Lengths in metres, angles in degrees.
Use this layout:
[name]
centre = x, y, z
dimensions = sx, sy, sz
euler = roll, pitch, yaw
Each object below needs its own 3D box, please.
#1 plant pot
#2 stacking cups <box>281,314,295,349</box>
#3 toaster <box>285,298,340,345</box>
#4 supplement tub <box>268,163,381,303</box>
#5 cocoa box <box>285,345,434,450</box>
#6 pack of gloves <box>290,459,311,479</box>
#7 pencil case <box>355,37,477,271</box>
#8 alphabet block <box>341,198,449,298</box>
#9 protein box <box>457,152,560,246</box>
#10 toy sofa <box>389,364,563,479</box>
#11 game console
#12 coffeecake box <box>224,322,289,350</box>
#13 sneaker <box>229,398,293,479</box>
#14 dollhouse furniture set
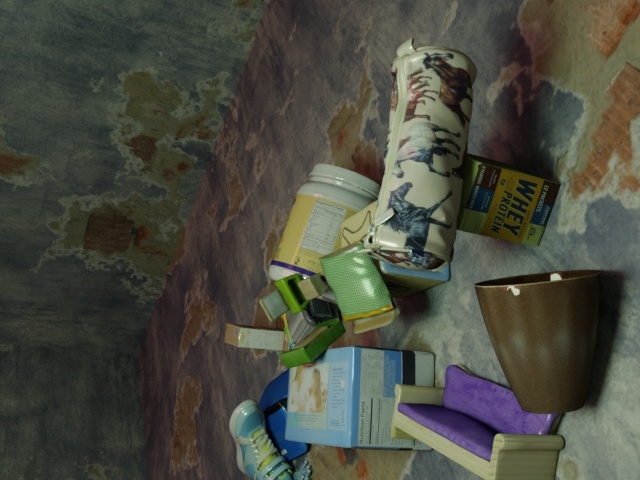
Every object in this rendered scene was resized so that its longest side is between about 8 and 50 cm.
[plant pot]
centre = 0.395, 0.179, 1.260
dimensions = 0.215, 0.215, 0.231
euler = -9, 89, 63
[stacking cups]
centre = -0.049, 0.350, 2.208
dimensions = 0.096, 0.096, 0.316
euler = -55, 39, 41
[toaster]
centre = -0.027, 0.222, 2.154
dimensions = 0.146, 0.129, 0.227
euler = 120, 145, -43
[supplement tub]
centre = 0.020, -0.015, 1.923
dimensions = 0.241, 0.241, 0.332
euler = 4, 73, 64
[cocoa box]
centre = 0.086, 0.387, 1.749
dimensions = 0.347, 0.227, 0.232
euler = -23, 61, 60
[pack of gloves]
centre = -0.069, 0.789, 2.159
dimensions = 0.232, 0.046, 0.195
euler = -53, 23, 43
[pencil case]
centre = 0.184, -0.152, 1.326
dimensions = 0.159, 0.183, 0.411
euler = 3, 83, 47
[alphabet block]
centre = 0.177, 0.023, 1.732
dimensions = 0.197, 0.193, 0.193
euler = -30, 53, 58
[protein box]
centre = 0.328, -0.095, 1.453
dimensions = 0.200, 0.201, 0.136
euler = 39, 116, 61
[toy sofa]
centre = 0.297, 0.362, 1.421
dimensions = 0.362, 0.150, 0.177
euler = 11, 92, 64
[game console]
centre = -0.109, 0.565, 2.315
dimensions = 0.250, 0.173, 0.293
euler = 58, 142, 10
[coffeecake box]
centre = -0.214, 0.328, 2.424
dimensions = 0.142, 0.185, 0.068
euler = -1, 80, 63
[sneaker]
centre = -0.167, 0.641, 2.186
dimensions = 0.208, 0.127, 0.319
euler = 32, 140, 39
[dollhouse furniture set]
centre = 0.009, 0.150, 1.644
dimensions = 0.301, 0.151, 0.198
euler = -26, 95, 47
